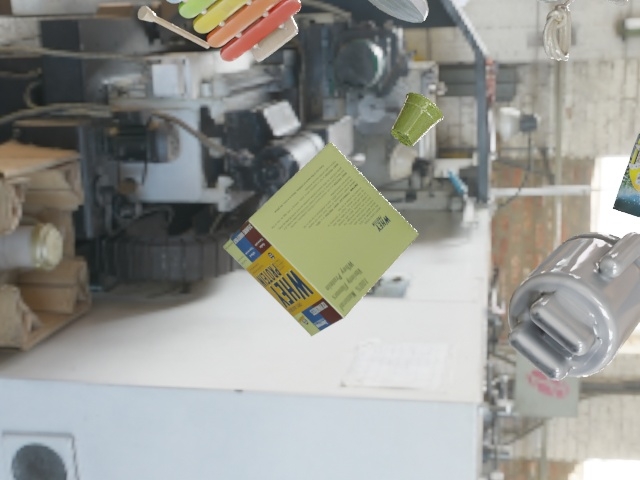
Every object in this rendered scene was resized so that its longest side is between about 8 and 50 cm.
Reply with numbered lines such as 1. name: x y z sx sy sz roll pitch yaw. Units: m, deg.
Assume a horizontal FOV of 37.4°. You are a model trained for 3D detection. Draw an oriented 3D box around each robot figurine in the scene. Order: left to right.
1. robot figurine: 0.469 0.108 1.686 0.353 0.200 0.300 -33 162 -47

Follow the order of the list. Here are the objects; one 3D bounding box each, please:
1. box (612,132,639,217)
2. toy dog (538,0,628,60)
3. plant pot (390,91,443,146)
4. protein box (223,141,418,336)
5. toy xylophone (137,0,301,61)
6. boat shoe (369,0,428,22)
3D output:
1. box: 0.709 -0.099 1.842 0.044 0.233 0.159 -8 117 -71
2. toy dog: 0.465 -0.467 1.549 0.220 0.161 0.333 56 48 -39
3. plant pot: 0.174 -0.222 1.774 0.079 0.083 0.083 -53 159 -12
4. protein box: 0.000 0.000 1.468 0.200 0.201 0.136 -46 -177 -28
5. toy xylophone: -0.203 -0.451 1.845 0.323 0.236 0.081 16 47 -44
6. boat shoe: 0.089 -0.384 1.313 0.226 0.083 0.075 28 80 -51
